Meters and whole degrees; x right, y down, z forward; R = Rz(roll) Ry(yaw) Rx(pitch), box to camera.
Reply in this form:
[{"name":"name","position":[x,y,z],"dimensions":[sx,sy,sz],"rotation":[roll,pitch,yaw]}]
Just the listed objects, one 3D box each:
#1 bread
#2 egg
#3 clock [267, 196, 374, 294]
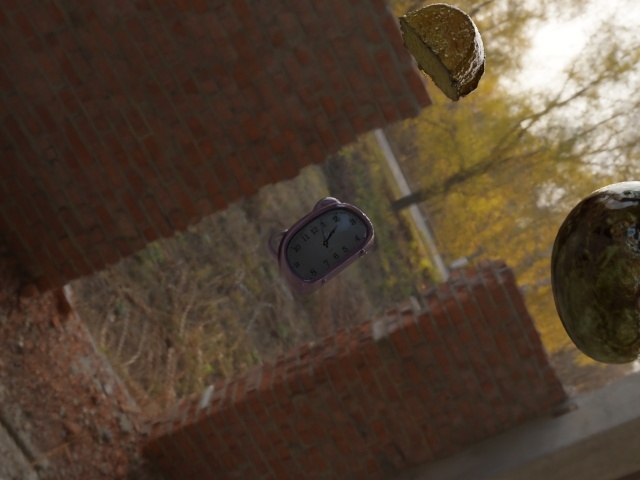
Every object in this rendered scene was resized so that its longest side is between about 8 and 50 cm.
[{"name":"bread","position":[0.277,-0.422,1.790],"dimensions":[0.229,0.140,0.143],"rotation":[57,5,29]},{"name":"egg","position":[0.473,0.049,1.273],"dimensions":[0.238,0.289,0.238],"rotation":[25,-14,7]},{"name":"clock","position":[0.000,0.000,1.216],"dimensions":[0.110,0.153,0.050],"rotation":[51,-14,10]}]
